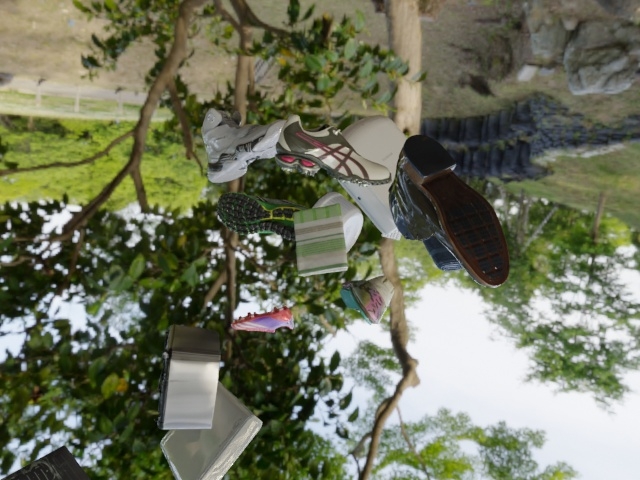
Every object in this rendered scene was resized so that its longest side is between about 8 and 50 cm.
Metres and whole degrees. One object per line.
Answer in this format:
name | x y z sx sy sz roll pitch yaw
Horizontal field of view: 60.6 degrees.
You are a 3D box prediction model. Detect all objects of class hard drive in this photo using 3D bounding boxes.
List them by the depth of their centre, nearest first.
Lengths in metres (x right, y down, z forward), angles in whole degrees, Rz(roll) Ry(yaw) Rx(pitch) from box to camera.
hard drive | -0.294 0.498 1.408 0.047 0.233 0.353 46 163 -20

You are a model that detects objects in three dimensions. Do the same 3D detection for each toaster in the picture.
toaster | -0.265 0.273 1.094 0.110 0.167 0.186 6 -172 -13

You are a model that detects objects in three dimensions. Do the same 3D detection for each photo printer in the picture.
photo printer | 0.175 -0.204 1.562 0.256 0.307 0.107 -39 180 -33

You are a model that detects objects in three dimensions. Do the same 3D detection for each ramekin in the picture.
ramekin | 0.043 -0.038 1.718 0.109 0.207 0.207 32 -158 24

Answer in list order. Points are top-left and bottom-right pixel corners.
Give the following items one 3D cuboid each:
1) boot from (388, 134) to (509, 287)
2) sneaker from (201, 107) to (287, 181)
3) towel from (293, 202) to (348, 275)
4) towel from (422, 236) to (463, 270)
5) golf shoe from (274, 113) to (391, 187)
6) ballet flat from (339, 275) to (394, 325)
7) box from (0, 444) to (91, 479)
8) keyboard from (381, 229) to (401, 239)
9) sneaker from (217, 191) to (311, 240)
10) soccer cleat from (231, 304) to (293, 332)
boot | 0.160 -0.022 0.712 0.082 0.219 0.106 -16 157 -21
sneaker | -0.247 -0.337 1.705 0.366 0.210 0.137 -24 171 38
towel | 0.000 0.000 1.209 0.113 0.151 0.023 -9 164 13
towel | 0.297 0.030 1.332 0.067 0.029 0.119 -6 -140 -11
golf shoe | 0.039 -0.186 1.184 0.273 0.120 0.105 11 -172 -19
ballet flat | 0.087 0.095 0.970 0.079 0.076 0.221 -29 -178 -5
box | -0.930 1.008 1.749 0.480 0.297 0.472 47 -163 10
keyboard | 0.298 -0.117 2.060 0.072 0.255 0.014 17 -149 5
sneaker | -0.180 -0.081 1.821 0.344 0.134 0.146 15 -164 8
soccer cleat | -0.218 0.308 2.033 0.248 0.095 0.083 -16 -173 17
